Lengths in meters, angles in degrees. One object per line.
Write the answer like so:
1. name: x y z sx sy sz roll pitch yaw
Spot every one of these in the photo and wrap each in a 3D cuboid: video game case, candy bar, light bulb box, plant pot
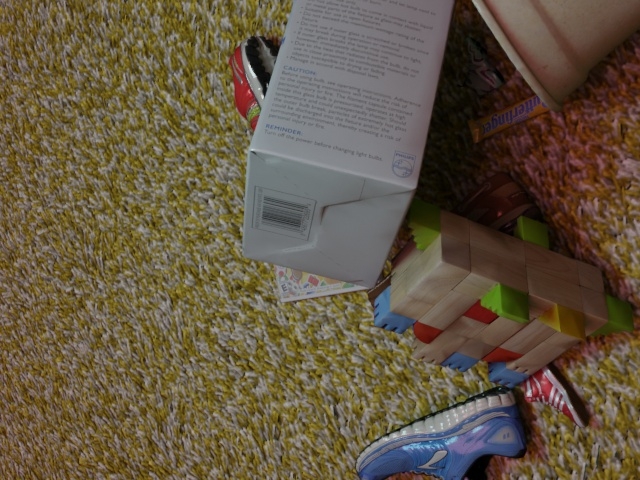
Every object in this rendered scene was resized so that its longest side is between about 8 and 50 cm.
1. video game case: 0.000 0.000 1.712 0.227 0.026 0.206 -11 89 35
2. candy bar: 0.311 -0.203 1.482 0.161 0.018 0.040 -21 84 35
3. light bulb box: 0.039 -0.174 1.362 0.225 0.358 0.361 14 65 0
4. plant pot: 0.367 -0.397 1.264 0.305 0.334 0.334 -33 78 22

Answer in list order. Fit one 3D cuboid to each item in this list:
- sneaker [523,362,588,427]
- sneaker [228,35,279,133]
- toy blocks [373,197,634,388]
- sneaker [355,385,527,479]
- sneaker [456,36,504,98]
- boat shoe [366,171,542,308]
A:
1. sneaker: 0.375 0.260 1.482 0.067 0.042 0.118 -42 65 26
2. sneaker: -0.101 -0.239 1.725 0.118 0.107 0.279 -20 83 54
3. toy blocks: 0.237 0.105 1.414 0.261 0.381 0.191 -50 28 46
4. sneaker: 0.200 0.368 1.562 0.330 0.129 0.147 -29 77 33
5. sneaker: 0.246 -0.277 1.504 0.069 0.038 0.098 -37 75 31
6. boat shoe: 0.210 0.004 1.527 0.324 0.122 0.120 -35 71 24
